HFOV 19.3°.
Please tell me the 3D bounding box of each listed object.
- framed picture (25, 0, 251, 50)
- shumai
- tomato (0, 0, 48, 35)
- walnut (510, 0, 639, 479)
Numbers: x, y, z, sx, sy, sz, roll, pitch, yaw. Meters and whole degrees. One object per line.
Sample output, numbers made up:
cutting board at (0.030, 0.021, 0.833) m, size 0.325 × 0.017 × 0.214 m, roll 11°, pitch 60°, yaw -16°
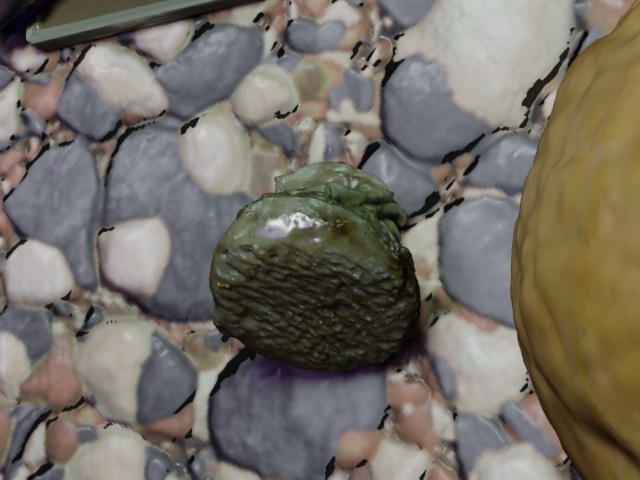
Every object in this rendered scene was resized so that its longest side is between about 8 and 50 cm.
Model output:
framed picture at (-0.100, -0.215, 1.047) m, size 0.150 × 0.015 × 0.203 m, roll -10°, pitch 73°, yaw 25°
shumai at (0.001, 0.000, 0.897) m, size 0.099 × 0.124 × 0.087 m, roll 5°, pitch 57°, yaw 3°
tomato at (-0.210, -0.296, 1.017) m, size 0.335 × 0.176 × 0.289 m, roll -44°, pitch 59°, yaw 13°
walnut at (0.231, 0.006, 0.655) m, size 0.333 × 0.333 × 0.333 m, roll -7°, pitch 75°, yaw 26°
